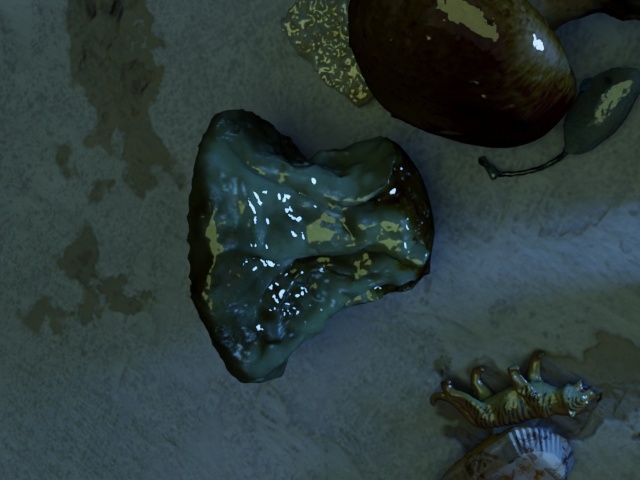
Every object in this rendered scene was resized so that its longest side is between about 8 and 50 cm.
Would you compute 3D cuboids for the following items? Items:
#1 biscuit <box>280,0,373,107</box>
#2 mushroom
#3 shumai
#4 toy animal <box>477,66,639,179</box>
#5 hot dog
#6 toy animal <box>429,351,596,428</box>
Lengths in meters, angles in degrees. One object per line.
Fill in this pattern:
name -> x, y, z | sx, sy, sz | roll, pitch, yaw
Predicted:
biscuit -> 0.032, -0.330, 1.373 | 0.188, 0.040, 0.266 | -3, 96, 22
mushroom -> 0.213, -0.280, 1.136 | 0.334, 0.331, 0.356 | 43, 119, 24
shumai -> 0.000, 0.000, 1.313 | 0.323, 0.324, 0.398 | -5, 102, 9
toy animal -> 0.341, -0.148, 1.268 | 0.253, 0.070, 0.079 | -39, 53, 33
hot dog -> 0.258, 0.361, 1.369 | 0.131, 0.069, 0.252 | 41, 116, -15
toy animal -> 0.277, 0.230, 1.354 | 0.241, 0.057, 0.099 | -19, 91, 23
